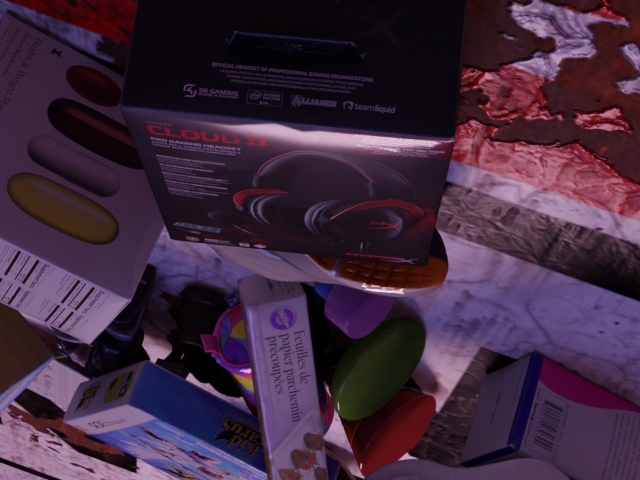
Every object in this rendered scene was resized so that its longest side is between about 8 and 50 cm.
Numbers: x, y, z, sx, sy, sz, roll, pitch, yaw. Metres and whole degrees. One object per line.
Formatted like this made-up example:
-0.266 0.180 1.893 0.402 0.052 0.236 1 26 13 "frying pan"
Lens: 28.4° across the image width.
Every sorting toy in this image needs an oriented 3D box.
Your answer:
0.032 0.122 1.383 0.126 0.127 0.365 40 160 31 "sorting toy"

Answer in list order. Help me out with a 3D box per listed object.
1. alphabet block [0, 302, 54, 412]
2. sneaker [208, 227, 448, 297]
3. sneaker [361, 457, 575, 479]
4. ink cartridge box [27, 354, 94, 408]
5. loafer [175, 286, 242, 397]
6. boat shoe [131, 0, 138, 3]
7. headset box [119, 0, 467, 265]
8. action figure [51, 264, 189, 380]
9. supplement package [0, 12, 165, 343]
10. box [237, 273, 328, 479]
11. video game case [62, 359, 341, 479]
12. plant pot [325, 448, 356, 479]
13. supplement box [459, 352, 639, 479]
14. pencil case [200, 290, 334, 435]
-0.479 0.147 1.533 0.197 0.193 0.192 49 132 1 "alphabet block"
0.000 0.000 1.177 0.263 0.099 0.121 18 160 22 "sneaker"
0.197 0.335 1.345 0.236 0.130 0.323 40 143 -27 "sneaker"
-0.333 0.198 1.788 0.232 0.066 0.189 31 153 5 "ink cartridge box"
-0.133 0.137 1.504 0.080 0.078 0.220 10 150 19 "loafer"
-0.051 -0.183 0.890 0.206 0.075 0.065 -3 141 29 "boat shoe"
-0.015 -0.085 0.911 0.218 0.110 0.293 6 161 2 "headset box"
-0.247 0.120 1.542 0.185 0.099 0.285 11 155 2 "action figure"
-0.241 -0.050 1.122 0.203 0.194 0.149 27 152 -14 "supplement package"
-0.034 0.187 1.352 0.063 0.067 0.324 -11 118 -10 "box"
-0.149 0.242 1.523 0.270 0.061 0.244 31 156 -19 "video game case"
-0.071 0.394 1.817 0.215 0.215 0.230 25 165 -9 "plant pot"
0.278 0.226 1.356 0.220 0.111 0.114 28 152 -13 "supplement box"
-0.055 0.155 1.467 0.104 0.104 0.236 8 149 23 "pencil case"
